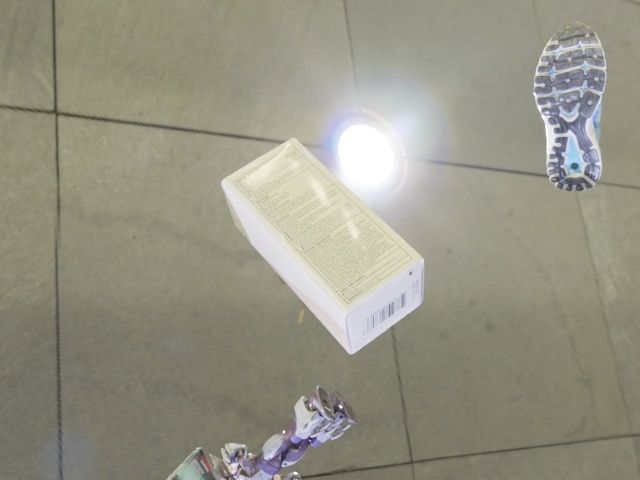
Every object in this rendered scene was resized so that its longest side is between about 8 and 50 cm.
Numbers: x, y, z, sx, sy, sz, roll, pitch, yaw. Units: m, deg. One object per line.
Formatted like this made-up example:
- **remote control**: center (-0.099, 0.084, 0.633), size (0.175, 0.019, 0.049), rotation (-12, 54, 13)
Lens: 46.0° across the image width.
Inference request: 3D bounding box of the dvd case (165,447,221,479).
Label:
- **dvd case**: center (-0.182, 0.356, 1.032), size (0.119, 0.013, 0.087), rotation (-42, 109, -44)

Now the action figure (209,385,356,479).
- **action figure**: center (-0.073, 0.367, 1.290), size (0.185, 0.285, 0.099), rotation (33, 18, -40)

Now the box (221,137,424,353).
- **box**: center (0.000, 0.000, 1.127), size (0.148, 0.121, 0.311), rotation (-33, 57, -16)

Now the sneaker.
- **sneaker**: center (0.243, -0.132, 0.734), size (0.073, 0.063, 0.162), rotation (-57, 145, -56)
